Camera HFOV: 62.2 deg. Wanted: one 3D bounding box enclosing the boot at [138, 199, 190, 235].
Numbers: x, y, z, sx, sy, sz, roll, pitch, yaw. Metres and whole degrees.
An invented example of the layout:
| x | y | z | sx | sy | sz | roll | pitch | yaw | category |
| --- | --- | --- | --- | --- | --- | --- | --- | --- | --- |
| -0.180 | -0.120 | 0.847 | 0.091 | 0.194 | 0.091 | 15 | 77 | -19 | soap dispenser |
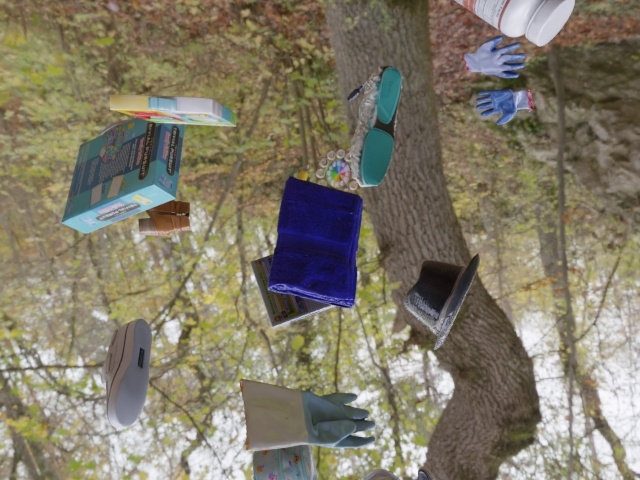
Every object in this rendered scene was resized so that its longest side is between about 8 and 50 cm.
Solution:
| x | y | z | sx | sy | sz | roll | pitch | yaw | category |
| --- | --- | --- | --- | --- | --- | --- | --- | --- | --- |
| -0.476 | -0.111 | 1.616 | 0.152 | 0.197 | 0.073 | -6 | 174 | -9 | boot |

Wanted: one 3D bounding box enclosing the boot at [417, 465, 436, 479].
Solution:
| x | y | z | sx | sy | sz | roll | pitch | yaw | category |
| --- | --- | --- | --- | --- | --- | --- | --- | --- | --- |
| 0.382 | 0.919 | 1.904 | 0.069 | 0.190 | 0.086 | -28 | 164 | 36 | boot |

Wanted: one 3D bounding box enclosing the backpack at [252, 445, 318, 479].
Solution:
| x | y | z | sx | sy | sz | roll | pitch | yaw | category |
| --- | --- | --- | --- | --- | --- | --- | --- | --- | --- |
| -0.088 | 0.558 | 1.293 | 0.144 | 0.166 | 0.188 | -14 | 173 | 15 | backpack |

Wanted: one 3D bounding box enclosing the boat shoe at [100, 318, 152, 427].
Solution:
| x | y | z | sx | sy | sz | roll | pitch | yaw | category |
| --- | --- | --- | --- | --- | --- | --- | --- | --- | --- |
| -0.428 | 0.290 | 1.150 | 0.084 | 0.095 | 0.258 | -19 | -141 | 12 | boat shoe |

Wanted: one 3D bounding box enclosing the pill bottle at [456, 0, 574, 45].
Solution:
| x | y | z | sx | sy | sz | roll | pitch | yaw | category |
| --- | --- | --- | --- | --- | --- | --- | --- | --- | --- |
| 0.344 | -0.453 | 0.968 | 0.121 | 0.216 | 0.121 | -37 | 157 | -18 | pill bottle |

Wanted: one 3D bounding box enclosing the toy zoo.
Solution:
| x | y | z | sx | sy | sz | roll | pitch | yaw | category |
| --- | --- | --- | --- | --- | --- | --- | --- | --- | --- |
| -0.289 | -0.262 | 1.068 | 0.192 | 0.030 | 0.293 | 3 | -173 | 2 | toy zoo |

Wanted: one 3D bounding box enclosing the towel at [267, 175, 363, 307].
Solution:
| x | y | z | sx | sy | sz | roll | pitch | yaw | category |
| --- | --- | --- | --- | --- | --- | --- | --- | --- | --- |
| 0.000 | 0.000 | 1.329 | 0.227 | 0.308 | 0.076 | 15 | 156 | -18 | towel |

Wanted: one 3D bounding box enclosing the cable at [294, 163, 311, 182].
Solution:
| x | y | z | sx | sy | sz | roll | pitch | yaw | category |
| --- | --- | --- | --- | --- | --- | --- | --- | --- | --- |
| -0.102 | -0.140 | 1.933 | 0.139 | 0.072 | 0.287 | -49 | -163 | 59 | cable |

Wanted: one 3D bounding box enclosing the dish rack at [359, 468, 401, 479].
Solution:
| x | y | z | sx | sy | sz | roll | pitch | yaw | category |
| --- | --- | --- | --- | --- | --- | --- | --- | --- | --- |
| 0.193 | 0.905 | 1.700 | 0.333 | 0.285 | 0.072 | -50 | 180 | 28 | dish rack |

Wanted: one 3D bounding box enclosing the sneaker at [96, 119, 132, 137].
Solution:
| x | y | z | sx | sy | sz | roll | pitch | yaw | category |
| --- | --- | --- | --- | --- | --- | --- | --- | --- | --- |
| -0.548 | -0.307 | 1.577 | 0.258 | 0.094 | 0.091 | -16 | -131 | 5 | sneaker |

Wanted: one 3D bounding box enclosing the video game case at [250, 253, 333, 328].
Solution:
| x | y | z | sx | sy | sz | roll | pitch | yaw | category |
| --- | --- | --- | --- | --- | --- | --- | --- | --- | --- |
| -0.079 | 0.123 | 1.516 | 0.193 | 0.213 | 0.023 | -19 | 156 | -7 | video game case |

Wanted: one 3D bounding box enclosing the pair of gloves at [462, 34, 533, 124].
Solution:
| x | y | z | sx | sy | sz | roll | pitch | yaw | category |
| --- | --- | --- | --- | --- | --- | --- | --- | --- | --- |
| 0.396 | -0.350 | 1.176 | 0.023 | 0.198 | 0.159 | -35 | -156 | -21 | pair of gloves |

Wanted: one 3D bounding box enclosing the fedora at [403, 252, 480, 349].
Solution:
| x | y | z | sx | sy | sz | roll | pitch | yaw | category |
| --- | --- | --- | --- | --- | --- | --- | --- | --- | --- |
| 0.338 | 0.153 | 1.538 | 0.152 | 0.334 | 0.334 | 25 | -154 | 16 | fedora |

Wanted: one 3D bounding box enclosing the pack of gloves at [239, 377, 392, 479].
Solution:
| x | y | z | sx | sy | sz | roll | pitch | yaw | category |
| --- | --- | --- | --- | --- | --- | --- | --- | --- | --- |
| -0.005 | 0.281 | 0.653 | 0.232 | 0.195 | 0.046 | 20 | 133 | -40 | pack of gloves |

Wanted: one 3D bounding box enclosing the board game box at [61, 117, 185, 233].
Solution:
| x | y | z | sx | sy | sz | roll | pitch | yaw | category |
| --- | --- | --- | --- | --- | --- | --- | --- | --- | --- |
| -0.513 | -0.184 | 1.388 | 0.336 | 0.254 | 0.079 | -16 | 149 | 27 | board game box |

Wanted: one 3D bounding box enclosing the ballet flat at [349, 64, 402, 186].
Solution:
| x | y | z | sx | sy | sz | roll | pitch | yaw | category |
| --- | --- | --- | --- | --- | --- | --- | --- | --- | --- |
| 0.166 | -0.354 | 1.685 | 0.146 | 0.409 | 0.147 | 14 | 171 | 2 | ballet flat |

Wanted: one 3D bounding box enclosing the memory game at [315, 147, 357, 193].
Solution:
| x | y | z | sx | sy | sz | roll | pitch | yaw | category |
| --- | --- | --- | --- | --- | --- | --- | --- | --- | --- |
| 0.065 | -0.236 | 1.888 | 0.186 | 0.186 | 0.012 | -21 | -160 | -24 | memory game |

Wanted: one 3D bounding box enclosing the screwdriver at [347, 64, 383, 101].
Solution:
| x | y | z | sx | sy | sz | roll | pitch | yaw | category |
| --- | --- | --- | --- | --- | --- | --- | --- | --- | --- |
| 0.154 | -0.551 | 1.850 | 0.170 | 0.025 | 0.024 | -46 | -154 | 23 | screwdriver |
